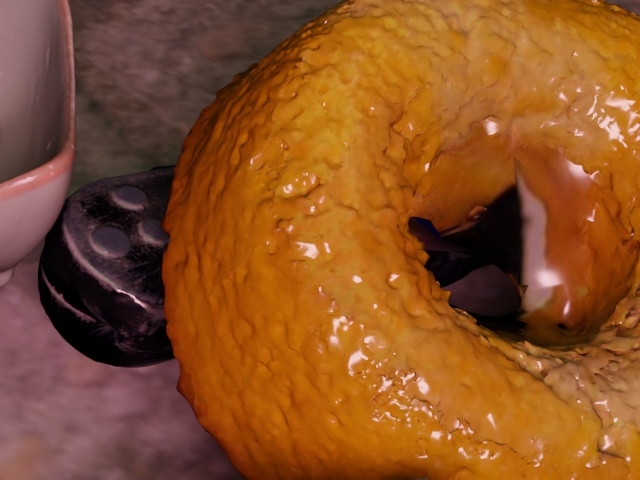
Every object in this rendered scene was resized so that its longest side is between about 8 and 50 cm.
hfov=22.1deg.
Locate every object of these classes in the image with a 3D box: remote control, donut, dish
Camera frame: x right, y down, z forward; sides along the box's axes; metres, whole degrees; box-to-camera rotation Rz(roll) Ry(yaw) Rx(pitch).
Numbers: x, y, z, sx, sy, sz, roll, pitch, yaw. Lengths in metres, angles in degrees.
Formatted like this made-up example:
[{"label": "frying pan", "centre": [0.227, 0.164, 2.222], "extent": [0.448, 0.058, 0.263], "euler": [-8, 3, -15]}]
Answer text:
[{"label": "remote control", "centre": [0.000, 0.000, 0.713], "extent": [0.266, 0.066, 0.090], "euler": [-13, 57, -36]}, {"label": "donut", "centre": [0.065, 0.008, 0.622], "extent": [0.254, 0.118, 0.253], "euler": [12, 61, -22]}, {"label": "dish", "centre": [-0.200, -0.027, 0.647], "extent": [0.213, 0.077, 0.151], "euler": [-7, 38, -4]}]

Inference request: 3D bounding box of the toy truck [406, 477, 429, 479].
[{"label": "toy truck", "centre": [0.002, 0.180, 0.429], "extent": [0.124, 0.114, 0.253], "euler": [-3, 38, -3]}]
